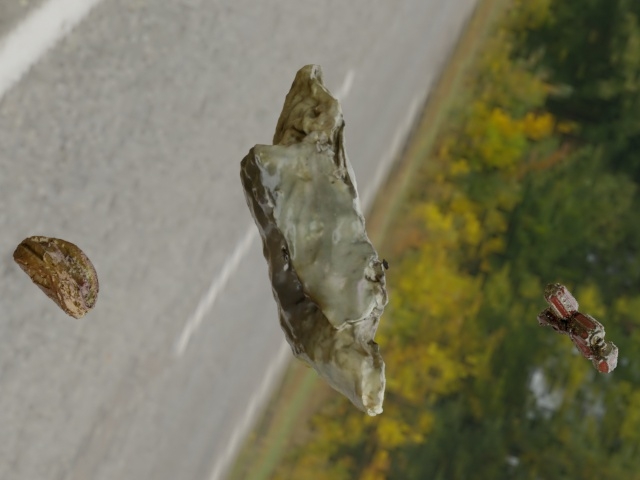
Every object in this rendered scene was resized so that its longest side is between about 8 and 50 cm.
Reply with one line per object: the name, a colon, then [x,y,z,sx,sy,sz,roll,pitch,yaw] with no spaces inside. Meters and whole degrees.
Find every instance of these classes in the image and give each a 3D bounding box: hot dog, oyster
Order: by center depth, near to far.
hot dog: [-0.219,0.027,1.459,0.035,0.083,0.058,-47,174,24]
oyster: [-0.004,0.001,1.611,0.166,0.110,0.341,102,-24,-81]

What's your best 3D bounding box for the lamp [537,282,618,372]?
lamp: [0.213,0.075,1.436,0.031,0.083,0.063,-40,158,-7]
